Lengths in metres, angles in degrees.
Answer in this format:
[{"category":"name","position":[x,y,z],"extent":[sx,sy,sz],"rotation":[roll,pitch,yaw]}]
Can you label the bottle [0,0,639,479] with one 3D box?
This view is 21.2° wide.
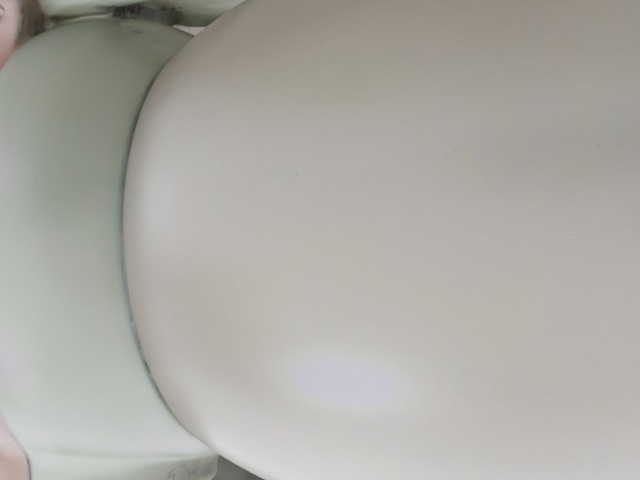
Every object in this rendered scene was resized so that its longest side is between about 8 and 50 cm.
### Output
[{"category":"bottle","position":[0.000,0.000,0.408],"extent":[0.236,0.147,0.147],"rotation":[-4,150,24]}]
